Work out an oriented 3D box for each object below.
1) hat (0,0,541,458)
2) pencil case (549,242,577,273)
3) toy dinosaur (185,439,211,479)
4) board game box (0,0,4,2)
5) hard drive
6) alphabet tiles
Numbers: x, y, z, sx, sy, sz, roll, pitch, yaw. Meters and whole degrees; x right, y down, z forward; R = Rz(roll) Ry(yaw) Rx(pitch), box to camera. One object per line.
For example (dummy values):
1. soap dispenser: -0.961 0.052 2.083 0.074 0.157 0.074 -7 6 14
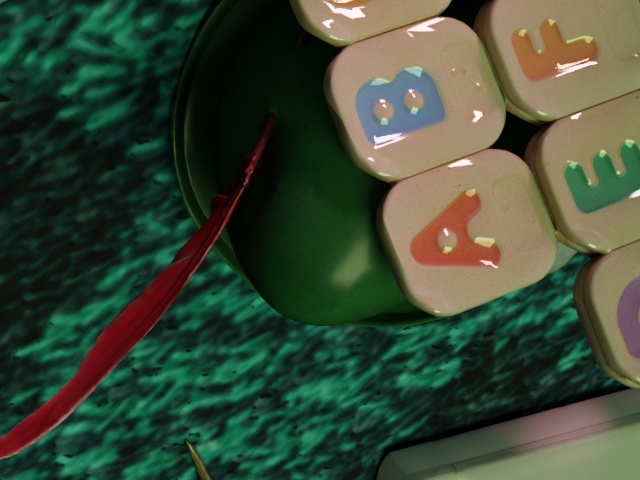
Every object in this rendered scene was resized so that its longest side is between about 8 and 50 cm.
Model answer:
1. hat: 0.000 0.000 0.768 0.173 0.183 0.208 27 116 -1
2. pencil case: 0.171 -0.101 0.908 0.273 0.113 0.124 -36 151 -4
3. toy dinosaur: -0.061 0.214 1.036 0.064 0.112 0.211 5 82 -16
4. board game box: -0.067 -0.252 0.611 0.308 0.086 0.302 -29 138 -14
5. hard drive: 0.155 0.180 1.205 0.307 0.040 0.203 -11 131 -30
6. alphabet tiles: 0.130 -0.092 0.802 0.278 0.284 0.021 -20 179 -20
